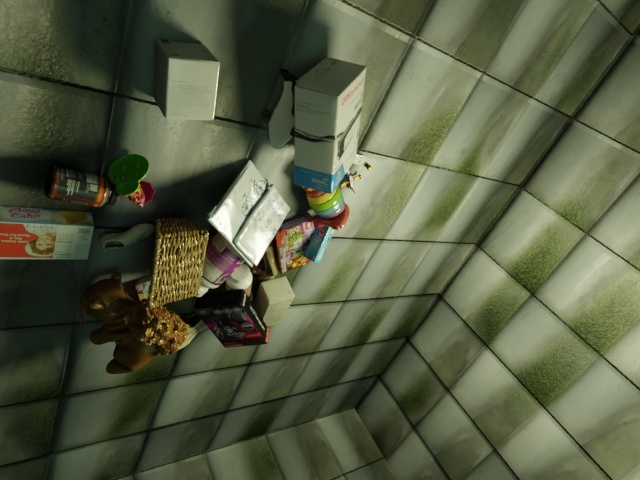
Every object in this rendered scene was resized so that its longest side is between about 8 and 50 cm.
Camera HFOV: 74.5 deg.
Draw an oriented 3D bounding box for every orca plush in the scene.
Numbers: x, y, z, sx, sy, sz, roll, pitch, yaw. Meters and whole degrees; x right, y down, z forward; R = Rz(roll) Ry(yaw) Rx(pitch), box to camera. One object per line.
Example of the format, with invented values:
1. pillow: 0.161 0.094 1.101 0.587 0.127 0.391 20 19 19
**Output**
1. orca plush: -0.129 -0.485 1.556 0.151 0.102 0.287 9 125 14

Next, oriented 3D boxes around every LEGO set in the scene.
1. LEGO set: 0.130 -0.309 1.924 0.244 0.060 0.182 3 130 -39

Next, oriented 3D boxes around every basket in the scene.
1. basket: -0.589 0.069 1.592 0.223 0.214 0.299 -11 122 -51

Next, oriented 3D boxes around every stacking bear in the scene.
1. stacking bear: 0.004 -0.206 1.851 0.164 0.176 0.289 -57 135 -27

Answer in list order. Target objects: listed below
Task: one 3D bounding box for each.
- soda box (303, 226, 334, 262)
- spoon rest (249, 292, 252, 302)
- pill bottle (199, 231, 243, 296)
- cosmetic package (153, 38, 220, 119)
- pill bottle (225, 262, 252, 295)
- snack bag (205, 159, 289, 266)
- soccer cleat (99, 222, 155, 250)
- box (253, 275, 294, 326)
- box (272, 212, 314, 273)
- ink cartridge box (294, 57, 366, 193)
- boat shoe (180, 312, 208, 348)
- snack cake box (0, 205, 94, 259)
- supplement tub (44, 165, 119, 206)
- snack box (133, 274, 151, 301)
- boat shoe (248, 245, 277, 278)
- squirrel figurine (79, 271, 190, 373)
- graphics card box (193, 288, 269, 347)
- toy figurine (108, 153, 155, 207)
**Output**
1. soda box: 0.000 0.000 2.042 0.071 0.067 0.210 15 101 -65
2. spoon rest: -0.437 0.346 2.106 0.084 0.137 0.276 36 116 -26
3. pill bottle: -0.450 0.096 1.794 0.301 0.169 0.169 -44 141 9
4. cosmetic package: -0.407 -0.480 1.267 0.152 0.151 0.183 -8 134 -32
5. pill bottle: -0.378 0.193 1.948 0.121 0.121 0.216 -17 153 -23
6. snack bag: -0.274 -0.110 1.696 0.323 0.037 0.342 -60 142 -24
7. soccer cleat: -0.712 -0.010 1.564 0.196 0.076 0.068 -18 137 -23
8. box: -0.249 0.322 2.149 0.148 0.121 0.311 -12 151 -28
9. box: -0.127 0.018 2.051 0.201 0.057 0.293 -23 139 -19
10. ink cartridge box: 0.031 -0.419 1.548 0.394 0.166 0.285 93 21 -44
11. boat shoe: -0.644 0.422 2.029 0.302 0.109 0.098 -32 136 -15
12. snack cake box: -0.911 -0.020 1.393 0.265 0.089 0.152 3 128 -39
13. supplement tub: -0.759 -0.166 1.350 0.198 0.106 0.106 13 120 -44
14. snack box: -0.731 0.213 1.802 0.100 0.037 0.141 -18 139 -24
15. boat shoe: -0.270 0.117 1.935 0.123 0.123 0.342 -10 167 -11
16. squirrel figurine: -0.736 0.304 1.666 0.397 0.281 0.370 -5 124 20
17. graphics card box: -0.409 0.377 1.988 0.233 0.094 0.370 -7 136 11
18. toy figurine: -0.618 -0.174 1.423 0.130 0.173 0.159 -10 149 -5
